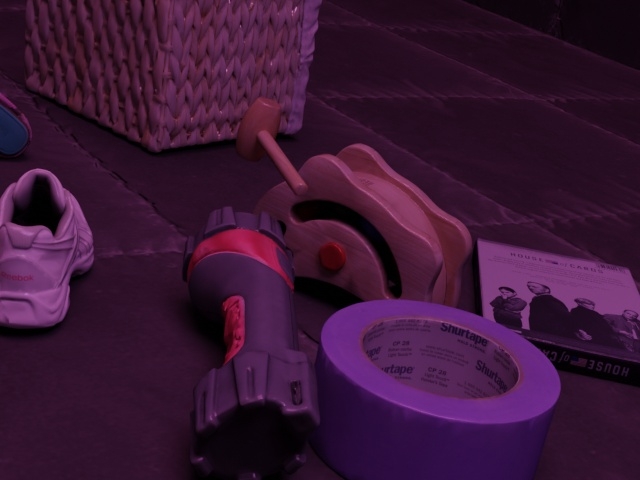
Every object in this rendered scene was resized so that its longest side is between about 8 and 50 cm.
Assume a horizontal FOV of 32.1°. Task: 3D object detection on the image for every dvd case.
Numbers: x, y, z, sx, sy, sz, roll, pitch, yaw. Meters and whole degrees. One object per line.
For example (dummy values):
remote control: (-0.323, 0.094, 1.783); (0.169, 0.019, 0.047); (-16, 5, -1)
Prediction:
dvd case: (0.249, 0.068, 1.148); (0.179, 0.029, 0.238); (12, 21, 2)

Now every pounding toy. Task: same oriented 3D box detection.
pounding toy: (0.000, 0.000, 1.061); (0.269, 0.154, 0.155); (41, 32, 17)

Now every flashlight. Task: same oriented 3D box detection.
flashlight: (-0.066, 0.078, 0.895); (0.103, 0.103, 0.304); (12, 26, -9)

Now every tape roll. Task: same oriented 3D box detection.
tape roll: (0.086, 0.123, 0.869); (0.189, 0.080, 0.189); (10, 21, -4)

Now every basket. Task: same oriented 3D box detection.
basket: (-0.200, -0.325, 1.489); (0.328, 0.331, 0.266); (27, 29, 35)

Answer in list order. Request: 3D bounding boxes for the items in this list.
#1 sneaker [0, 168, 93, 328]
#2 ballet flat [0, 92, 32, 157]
sneaker: (-0.245, -0.017, 0.995); (0.090, 0.115, 0.232); (7, 22, -12)
ballet flat: (-0.417, -0.178, 1.249); (0.221, 0.077, 0.079); (46, -8, -35)
